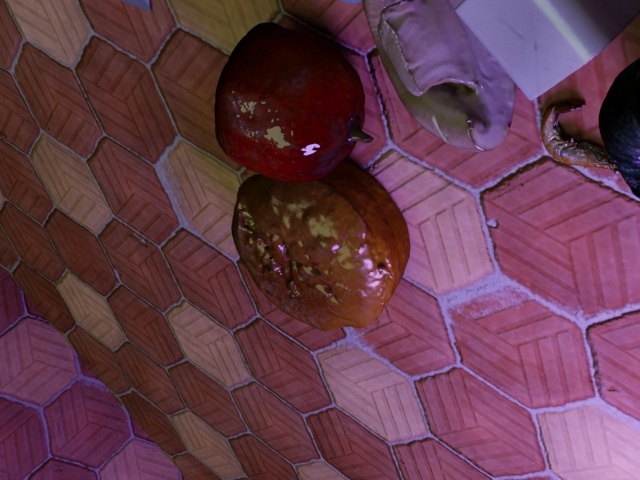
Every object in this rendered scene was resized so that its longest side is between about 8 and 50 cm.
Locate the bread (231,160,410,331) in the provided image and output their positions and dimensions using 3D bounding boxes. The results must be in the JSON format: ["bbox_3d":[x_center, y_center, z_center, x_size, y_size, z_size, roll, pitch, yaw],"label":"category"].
[{"bbox_3d":[-0.005,-0.001,1.428,0.312,0.172,0.312,24,136,25],"label":"bread"}]

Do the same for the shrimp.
[{"bbox_3d":[0.324,-0.122,1.072,0.127,0.025,0.091,29,141,29],"label":"shrimp"}]

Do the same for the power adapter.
[{"bbox_3d":[0.220,-0.275,0.939,0.205,0.130,0.125,50,146,-2],"label":"power adapter"}]

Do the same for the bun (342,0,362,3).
[{"bbox_3d":[0.036,-0.348,1.138,0.083,0.045,0.083,28,144,23],"label":"bun"}]

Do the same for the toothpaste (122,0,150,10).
[{"bbox_3d":[-0.339,-0.517,1.352,0.125,0.080,0.371,22,144,15],"label":"toothpaste"}]

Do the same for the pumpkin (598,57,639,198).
[{"bbox_3d":[0.390,-0.103,0.907,0.212,0.152,0.211,34,147,26],"label":"pumpkin"}]

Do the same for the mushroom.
[{"bbox_3d":[0.127,-0.234,1.077,0.151,0.156,0.285,-12,103,65],"label":"mushroom"}]

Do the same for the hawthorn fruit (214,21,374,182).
[{"bbox_3d":[-0.031,-0.182,1.250,0.250,0.215,0.215,20,138,20],"label":"hawthorn fruit"}]
